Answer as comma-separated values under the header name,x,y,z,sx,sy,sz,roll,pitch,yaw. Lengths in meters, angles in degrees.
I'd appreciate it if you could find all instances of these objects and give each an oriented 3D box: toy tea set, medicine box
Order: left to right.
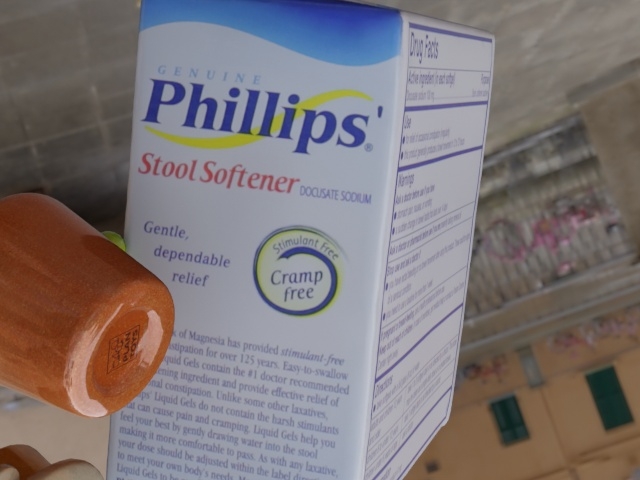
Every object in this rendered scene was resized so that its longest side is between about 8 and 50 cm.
name,x,y,z,sx,sy,sz,roll,pitch,yaw
toy tea set,-0.200,0.056,0.525,0.124,0.200,0.336,26,179,27
medicine box,0.000,0.000,0.763,0.149,0.289,0.263,8,-171,16
